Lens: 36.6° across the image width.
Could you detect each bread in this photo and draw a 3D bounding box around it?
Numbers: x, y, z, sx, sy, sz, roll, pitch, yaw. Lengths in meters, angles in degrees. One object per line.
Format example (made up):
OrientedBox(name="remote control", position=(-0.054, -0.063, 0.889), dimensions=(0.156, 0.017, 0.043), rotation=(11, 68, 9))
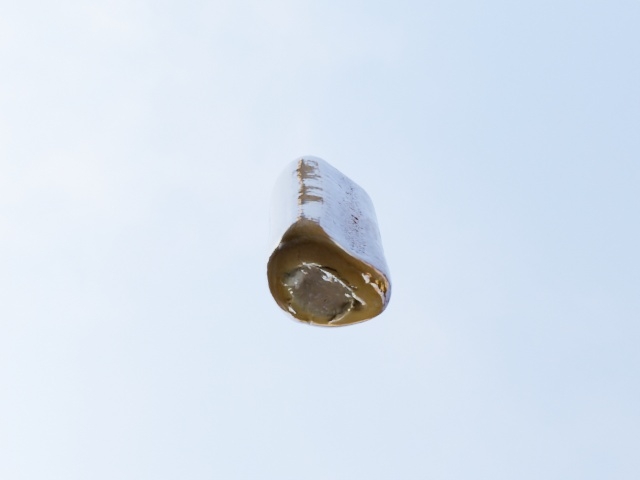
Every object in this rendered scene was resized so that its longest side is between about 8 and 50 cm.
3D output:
OrientedBox(name="bread", position=(0.000, 0.000, 0.738), dimensions=(0.074, 0.092, 0.239), rotation=(-50, -169, 13))
